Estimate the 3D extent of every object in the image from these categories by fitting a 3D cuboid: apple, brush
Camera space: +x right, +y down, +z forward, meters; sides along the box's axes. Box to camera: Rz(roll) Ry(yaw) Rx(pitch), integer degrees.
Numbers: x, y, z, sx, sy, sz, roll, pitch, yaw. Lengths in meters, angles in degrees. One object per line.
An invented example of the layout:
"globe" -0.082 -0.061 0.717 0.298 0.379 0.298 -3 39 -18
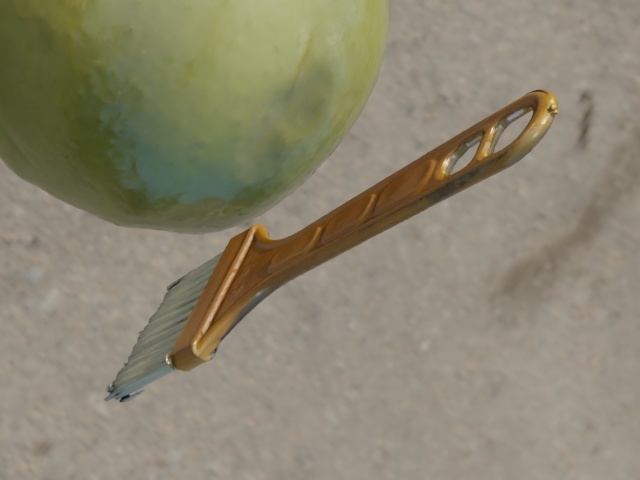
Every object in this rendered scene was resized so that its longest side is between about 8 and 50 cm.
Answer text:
"apple" -0.102 -0.143 1.289 0.292 0.292 0.254 8 107 -48
"brush" 0.000 0.000 0.899 0.017 0.314 0.090 40 50 -19
